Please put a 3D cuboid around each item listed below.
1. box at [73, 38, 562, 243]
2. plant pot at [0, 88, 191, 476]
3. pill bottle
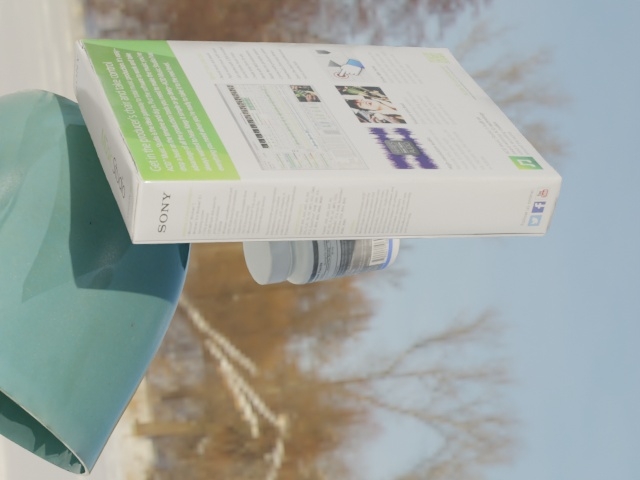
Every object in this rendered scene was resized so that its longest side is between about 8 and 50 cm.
[{"bbox_3d":[-0.010,-0.080,1.135,0.232,0.322,0.058,-120,-144,-53],"label":"box"},{"bbox_3d":[-0.247,0.017,1.249,0.235,0.293,0.293,-56,174,-19],"label":"plant pot"},{"bbox_3d":[0.000,0.000,1.443,0.078,0.137,0.078,34,-52,58],"label":"pill bottle"}]
